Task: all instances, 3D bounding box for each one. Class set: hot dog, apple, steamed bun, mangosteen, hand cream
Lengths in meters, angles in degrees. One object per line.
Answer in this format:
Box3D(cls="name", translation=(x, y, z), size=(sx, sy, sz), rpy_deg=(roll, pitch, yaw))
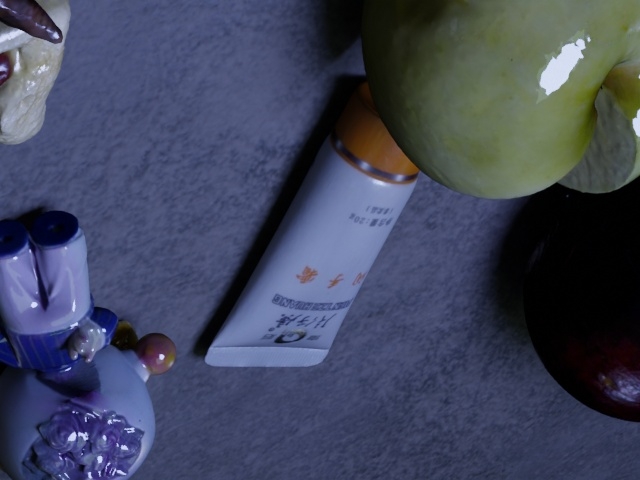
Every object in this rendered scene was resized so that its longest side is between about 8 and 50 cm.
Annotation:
Box3D(cls="hot dog", translation=(-0.174, 0.113, 1.576), size=(0.030, 0.034, 0.090), rpy_deg=(-28, 136, -16))
Box3D(cls="apple", translation=(0.173, -0.169, 1.429), size=(0.292, 0.254, 0.292), rpy_deg=(-25, 137, -25))
Box3D(cls="steamed bun", translation=(-0.260, -0.123, 1.234), size=(0.172, 0.141, 0.155), rpy_deg=(-31, 143, -17))
Box3D(cls="mangosteen", translation=(0.371, 0.067, 1.721), size=(0.307, 0.347, 0.307), rpy_deg=(-44, 178, -2))
Box3D(cls="hand cream", translation=(0.000, 0.000, 1.583), size=(0.140, 0.089, 0.314), rpy_deg=(1, 131, -35))

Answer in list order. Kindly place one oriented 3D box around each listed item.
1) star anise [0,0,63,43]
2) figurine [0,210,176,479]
Box3D(cls="star anise", translation=(-0.267, -0.200, 1.092), size=(0.350, 0.292, 0.109), rpy_deg=(-28, 174, -14))
Box3D(cls="figurine", translation=(-0.212, 0.107, 1.473), size=(0.194, 0.133, 0.274), rpy_deg=(5, 120, -23))
